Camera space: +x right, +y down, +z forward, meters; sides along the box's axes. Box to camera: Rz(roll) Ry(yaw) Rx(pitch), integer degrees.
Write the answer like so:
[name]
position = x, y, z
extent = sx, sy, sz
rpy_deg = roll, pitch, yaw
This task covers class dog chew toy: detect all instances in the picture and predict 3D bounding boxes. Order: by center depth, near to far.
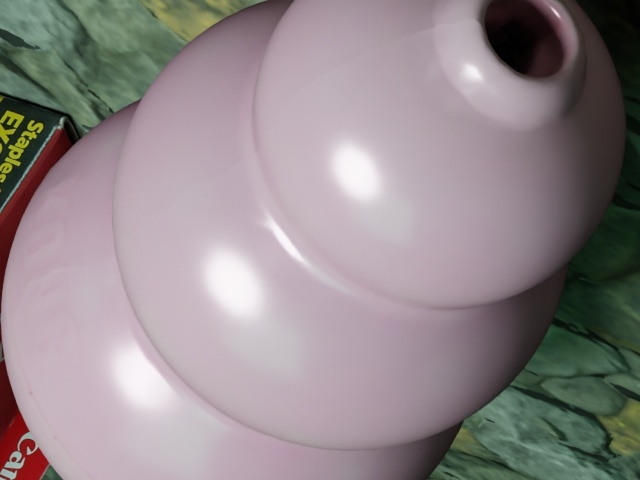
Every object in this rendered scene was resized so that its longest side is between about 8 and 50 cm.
[dog chew toy]
position = 0.000, 0.000, 0.724
extent = 0.206, 0.207, 0.332
rpy_deg = 33, 147, -7

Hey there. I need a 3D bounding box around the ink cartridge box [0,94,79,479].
[ink cartridge box]
position = -0.244, 0.068, 0.968
extent = 0.271, 0.309, 0.130
rpy_deg = 18, 153, 22
